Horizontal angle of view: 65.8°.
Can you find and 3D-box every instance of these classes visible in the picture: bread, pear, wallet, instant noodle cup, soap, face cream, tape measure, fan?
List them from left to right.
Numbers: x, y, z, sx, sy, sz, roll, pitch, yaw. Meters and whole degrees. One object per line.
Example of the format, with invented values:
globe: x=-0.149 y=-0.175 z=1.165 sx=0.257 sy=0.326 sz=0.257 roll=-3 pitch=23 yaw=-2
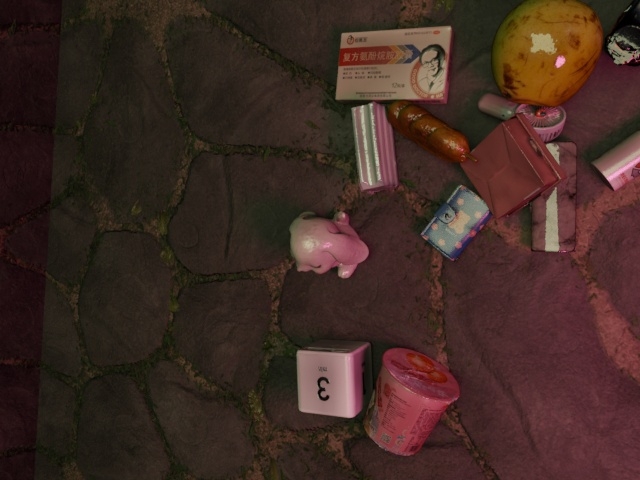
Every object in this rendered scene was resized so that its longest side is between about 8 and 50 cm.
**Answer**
soap: x=0.166 y=-0.279 z=1.526 sx=0.094 sy=0.150 sz=0.262 roll=-6 pitch=89 yaw=31
instant noodle cup: x=0.256 y=0.482 z=1.470 sx=0.243 sy=0.243 sz=0.231 roll=27 pitch=110 yaw=22
bread: x=0.328 y=-0.311 z=1.433 sx=0.084 sy=0.124 sz=0.344 roll=-47 pitch=53 yaw=0
wallet: x=0.404 y=-0.054 z=1.469 sx=0.141 sy=0.059 sz=0.202 roll=42 pitch=108 yaw=20
fan: x=0.548 y=-0.351 z=1.368 sx=0.244 sy=0.074 sz=0.130 roll=33 pitch=64 yaw=31
pear: x=0.568 y=-0.478 z=1.263 sx=0.283 sy=0.283 sz=0.284 roll=1 pitch=92 yaw=25
face cream: x=0.811 y=-0.226 z=1.250 sx=0.214 sy=0.096 sz=0.096 roll=-38 pitch=76 yaw=21
tape measure: x=0.795 y=-0.525 z=1.192 sx=0.135 sy=0.202 sz=0.223 roll=40 pitch=122 yaw=17

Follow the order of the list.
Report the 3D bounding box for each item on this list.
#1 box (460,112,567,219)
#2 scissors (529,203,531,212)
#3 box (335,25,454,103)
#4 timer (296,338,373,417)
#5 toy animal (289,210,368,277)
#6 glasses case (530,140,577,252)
box: x=0.507 y=-0.194 z=1.336 sx=0.215 sy=0.086 sz=0.215 roll=62 pitch=152 yaw=13
scissors: x=0.614 y=-0.075 z=1.394 sx=0.039 sy=0.012 sz=0.113 roll=-23 pitch=82 yaw=24
box: x=0.224 y=-0.538 z=1.538 sx=0.353 sy=0.069 sz=0.214 roll=7 pitch=94 yaw=23
timer: x=0.048 y=0.431 z=1.577 sx=0.192 sy=0.194 sz=0.195 roll=-2 pitch=91 yaw=25
toy animal: x=0.000 y=0.000 z=1.550 sx=0.271 sy=0.265 sz=0.206 roll=33 pitch=103 yaw=23
glasses case: x=0.634 y=-0.117 z=1.348 sx=0.114 sy=0.060 sz=0.299 roll=0 pitch=88 yaw=22
